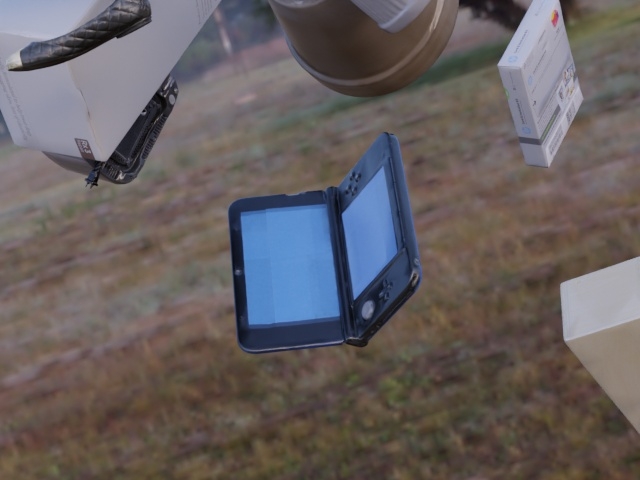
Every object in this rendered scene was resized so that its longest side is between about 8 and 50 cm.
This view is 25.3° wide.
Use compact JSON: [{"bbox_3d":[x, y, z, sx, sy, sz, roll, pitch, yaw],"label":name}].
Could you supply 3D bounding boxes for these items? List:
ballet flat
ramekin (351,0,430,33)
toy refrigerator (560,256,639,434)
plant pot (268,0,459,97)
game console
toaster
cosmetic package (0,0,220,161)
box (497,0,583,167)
[{"bbox_3d":[-0.267,-0.229,1.568,0.173,0.049,0.057,-24,7,1],"label":"ballet flat"},{"bbox_3d":[0.118,-0.432,2.176,0.207,0.109,0.207,-51,20,26],"label":"ramekin"},{"bbox_3d":[0.379,0.137,1.630,0.102,0.269,0.094,-21,42,26],"label":"toy refrigerator"},{"bbox_3d":[0.038,-0.438,2.421,0.323,0.323,0.280,-17,-20,22],"label":"plant pot"},{"bbox_3d":[0.000,0.000,2.085,0.173,0.293,0.250,14,-43,-26],"label":"game console"},{"bbox_3d":[-0.323,-0.178,2.093,0.146,0.227,0.129,12,-19,39],"label":"toaster"},{"bbox_3d":[-0.288,-0.314,1.925,0.156,0.217,0.385,13,48,23],"label":"cosmetic package"},{"bbox_3d":[0.303,-0.215,1.948,0.038,0.186,0.145,10,53,30],"label":"box"}]
